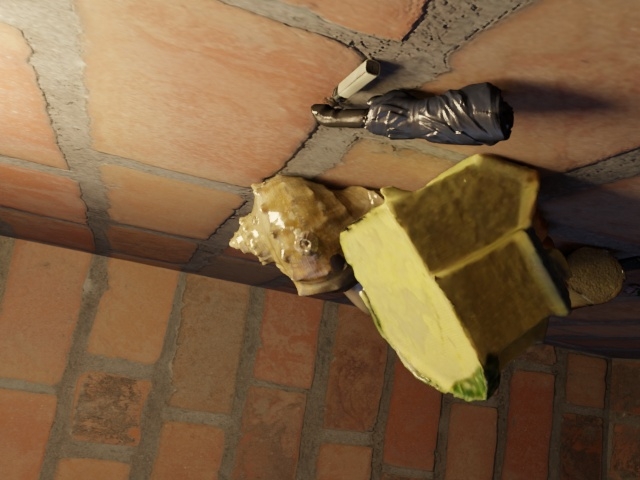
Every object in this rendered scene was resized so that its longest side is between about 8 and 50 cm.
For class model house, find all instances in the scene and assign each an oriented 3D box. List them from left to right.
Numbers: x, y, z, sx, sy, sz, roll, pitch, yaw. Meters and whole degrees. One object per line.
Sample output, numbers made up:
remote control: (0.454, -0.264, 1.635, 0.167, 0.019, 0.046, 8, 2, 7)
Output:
model house: (0.221, 0.038, 0.894, 0.266, 0.321, 0.261, -30, 179, -18)

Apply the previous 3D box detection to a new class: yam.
yam: (0.554, 0.091, 1.287, 0.128, 0.129, 0.238, -25, 171, -8)

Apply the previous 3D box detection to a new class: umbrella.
umbrella: (0.103, -0.148, 0.686, 0.248, 0.070, 0.071, 6, 168, 33)

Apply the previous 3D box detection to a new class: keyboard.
keyboard: (0.671, 0.061, 1.311, 0.067, 0.011, 0.202, 13, 167, -12)

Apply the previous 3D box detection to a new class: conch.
conch: (-0.004, 0.007, 1.057, 0.325, 0.186, 0.263, 0, 131, 19)

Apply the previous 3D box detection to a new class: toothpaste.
toothpaste: (0.871, 0.139, 1.479, 0.170, 0.028, 0.045, 11, 156, 0)

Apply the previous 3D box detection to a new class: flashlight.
flashlight: (0.040, -0.181, 0.661, 0.018, 0.018, 0.083, 14, 166, -22)

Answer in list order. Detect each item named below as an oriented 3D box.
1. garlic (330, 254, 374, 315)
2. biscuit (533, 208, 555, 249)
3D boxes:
garlic: (0.126, 0.023, 1.268, 0.340, 0.231, 0.245, 48, -174, -45)
biscuit: (0.347, 0.033, 1.138, 0.202, 0.047, 0.333, 4, 151, 5)
